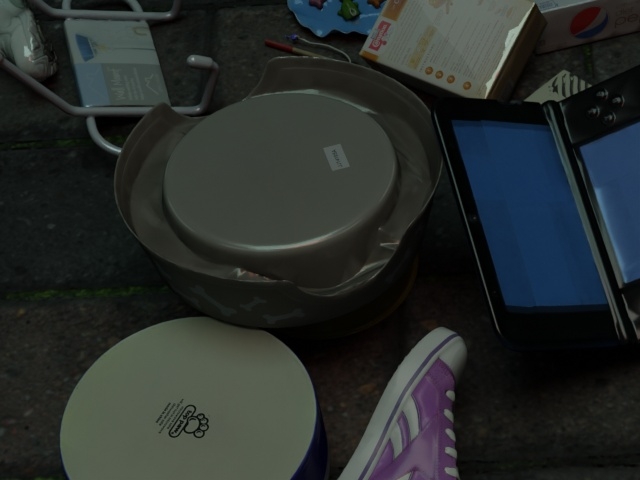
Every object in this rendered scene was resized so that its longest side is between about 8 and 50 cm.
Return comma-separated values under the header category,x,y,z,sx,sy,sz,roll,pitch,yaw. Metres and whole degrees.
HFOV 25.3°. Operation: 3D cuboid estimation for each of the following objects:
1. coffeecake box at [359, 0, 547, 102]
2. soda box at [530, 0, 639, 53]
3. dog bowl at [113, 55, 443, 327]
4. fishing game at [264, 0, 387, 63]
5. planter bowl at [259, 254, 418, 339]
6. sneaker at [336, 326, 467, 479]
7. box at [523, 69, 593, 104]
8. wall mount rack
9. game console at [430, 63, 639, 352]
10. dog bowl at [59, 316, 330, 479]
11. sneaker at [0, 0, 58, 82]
category,x,y,z,sx,sy,sz,roll,pitch,yaw
coffeecake box,0.165,-0.253,1.786,0.185,0.068,0.142,26,86,26
soda box,0.368,-0.309,1.836,0.216,0.074,0.069,-13,49,-3
dog bowl,-0.040,-0.051,1.533,0.349,0.102,0.349,-3,46,4
fishing game,0.043,-0.347,1.915,0.189,0.041,0.264,21,67,23
planter bowl,0.000,0.000,1.616,0.217,0.090,0.217,-4,50,5
sneaker,0.116,0.228,1.407,0.161,0.102,0.282,21,66,20
box,0.348,-0.074,1.616,0.094,0.113,0.275,-38,56,-23
wall mount rack,-0.301,-0.262,1.817,0.304,0.130,0.350,-1,46,-21
game console,0.287,-0.047,1.462,0.250,0.173,0.293,-24,67,23
dog bowl,-0.126,0.209,1.446,0.265,0.104,0.265,-4,50,5
sneaker,-0.430,-0.271,1.924,0.115,0.090,0.232,-28,44,-5
